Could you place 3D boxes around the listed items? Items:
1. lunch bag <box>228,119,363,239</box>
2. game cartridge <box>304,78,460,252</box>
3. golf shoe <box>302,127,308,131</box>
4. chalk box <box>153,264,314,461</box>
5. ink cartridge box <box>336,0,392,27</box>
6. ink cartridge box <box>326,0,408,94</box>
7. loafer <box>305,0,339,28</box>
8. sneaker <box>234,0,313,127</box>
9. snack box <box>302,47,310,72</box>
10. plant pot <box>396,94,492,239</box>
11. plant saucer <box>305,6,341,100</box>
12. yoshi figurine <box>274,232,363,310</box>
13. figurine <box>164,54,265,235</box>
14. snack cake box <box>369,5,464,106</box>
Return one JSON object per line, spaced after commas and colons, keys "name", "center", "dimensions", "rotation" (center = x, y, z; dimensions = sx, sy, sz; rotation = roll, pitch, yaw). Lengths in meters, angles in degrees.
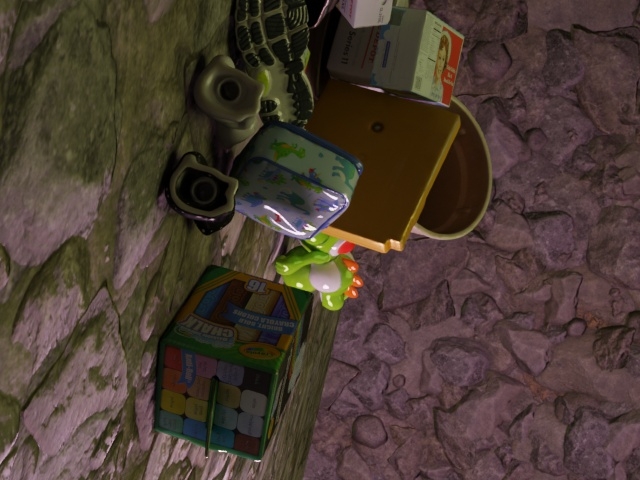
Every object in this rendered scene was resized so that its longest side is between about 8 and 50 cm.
{"name": "lunch bag", "center": [-0.044, -0.086, 1.517], "dimensions": [0.219, 0.176, 0.090], "rotation": [-42, -154, 63]}
{"name": "game cartridge", "center": [0.081, -0.146, 1.928], "dimensions": [0.324, 0.285, 0.053], "rotation": [-63, 160, -23]}
{"name": "golf shoe", "center": [-0.066, -0.185, 1.845], "dimensions": [0.086, 0.069, 0.176], "rotation": [-56, 169, 1]}
{"name": "chalk box", "center": [-0.139, 0.198, 1.506], "dimensions": [0.289, 0.179, 0.180], "rotation": [-62, 165, -59]}
{"name": "ink cartridge box", "center": [0.063, -0.482, 1.802], "dimensions": [0.175, 0.072, 0.128], "rotation": [-121, -152, -42]}
{"name": "ink cartridge box", "center": [0.102, -0.413, 2.080], "dimensions": [0.353, 0.119, 0.207], "rotation": [45, 60, -82]}
{"name": "loafer", "center": [0.000, -0.448, 1.676], "dimensions": [0.267, 0.096, 0.084], "rotation": [88, 24, -72]}
{"name": "sneaker", "center": [-0.079, -0.283, 1.446], "dimensions": [0.110, 0.107, 0.275], "rotation": [-120, -160, -45]}
{"name": "snack box", "center": [-0.054, -0.300, 1.743], "dimensions": [0.141, 0.037, 0.100], "rotation": [33, 71, -82]}
{"name": "plant pot", "center": [0.158, -0.145, 2.235], "dimensions": [0.305, 0.333, 0.334], "rotation": [-13, -127, 51]}
{"name": "plant saucer", "center": [0.016, -0.420, 2.037], "dimensions": [0.278, 0.041, 0.278], "rotation": [14, 90, -83]}
{"name": "yoshi figurine", "center": [-0.028, 0.002, 2.205], "dimensions": [0.203, 0.203, 0.362], "rotation": [50, -23, 48]}
{"name": "figurine", "center": [-0.135, -0.117, 1.349], "dimensions": [0.209, 0.092, 0.215], "rotation": [108, -4, -82]}
{"name": "snack cake box", "center": [0.192, -0.353, 1.950], "dimensions": [0.264, 0.089, 0.152], "rotation": [0, 101, -67]}
